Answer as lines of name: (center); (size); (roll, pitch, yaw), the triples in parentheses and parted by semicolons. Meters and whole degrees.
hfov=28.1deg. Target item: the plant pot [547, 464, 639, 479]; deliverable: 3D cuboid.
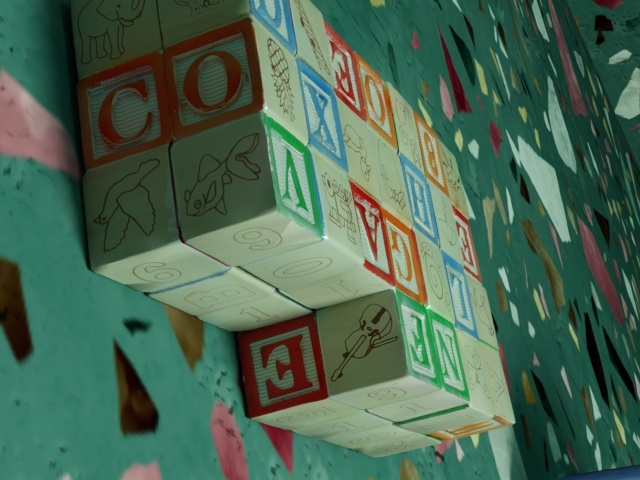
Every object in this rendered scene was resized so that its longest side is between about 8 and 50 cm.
plant pot: (0.302, 0.321, 0.992); (0.212, 0.236, 0.236); (62, 22, -47)

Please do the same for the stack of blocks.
stack of blocks: (0.000, 0.000, 0.632); (0.297, 0.087, 0.171); (34, 43, -61)
